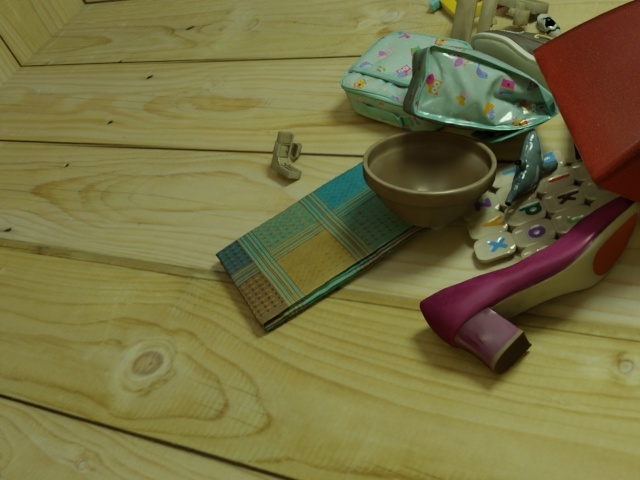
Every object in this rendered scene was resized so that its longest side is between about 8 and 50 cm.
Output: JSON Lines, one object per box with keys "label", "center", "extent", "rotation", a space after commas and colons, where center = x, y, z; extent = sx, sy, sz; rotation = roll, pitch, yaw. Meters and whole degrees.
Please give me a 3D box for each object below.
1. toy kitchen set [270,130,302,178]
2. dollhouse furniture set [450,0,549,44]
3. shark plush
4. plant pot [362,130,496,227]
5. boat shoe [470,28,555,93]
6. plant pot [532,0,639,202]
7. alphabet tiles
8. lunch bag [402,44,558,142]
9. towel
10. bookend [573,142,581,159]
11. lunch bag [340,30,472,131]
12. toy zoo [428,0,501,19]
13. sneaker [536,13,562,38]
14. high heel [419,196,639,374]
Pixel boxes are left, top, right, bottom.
{"label": "toy kitchen set", "center": [-0.054, -0.184, 1.958], "extent": [0.068, 0.083, 0.075], "rotation": [0, 22, -38]}
{"label": "dollhouse furniture set", "center": [0.406, -0.492, 2.067], "extent": [0.151, 0.123, 0.144], "rotation": [-12, 30, -38]}
{"label": "shark plush", "center": [0.354, -0.123, 1.618], "extent": [0.073, 0.067, 0.161], "rotation": [20, 58, 42]}
{"label": "plant pot", "center": [0.193, -0.099, 1.627], "extent": [0.237, 0.109, 0.237], "rotation": [-1, 32, 1]}
{"label": "boat shoe", "center": [0.447, -0.365, 1.838], "extent": [0.097, 0.116, 0.324], "rotation": [-37, 44, -20]}
{"label": "plant pot", "center": [0.533, -0.227, 1.390], "extent": [0.236, 0.267, 0.267], "rotation": [-38, 55, 36]}
{"label": "alphabet tiles", "center": [0.393, -0.055, 1.593], "extent": [0.278, 0.021, 0.284], "rotation": [-20, 39, 9]}
{"label": "lunch bag", "center": [0.300, -0.274, 1.718], "extent": [0.262, 0.160, 0.223], "rotation": [12, 10, -4]}
{"label": "towel", "center": [0.000, 0.000, 1.744], "extent": [0.370, 0.040, 0.271], "rotation": [-33, 39, -5]}
{"label": "bookend", "center": [0.537, -0.226, 1.641], "extent": [0.156, 0.072, 0.157], "rotation": [-6, 35, 22]}
{"label": "lunch bag", "center": [0.193, -0.344, 1.959], "extent": [0.279, 0.108, 0.224], "rotation": [23, 60, 44]}
{"label": "toy zoo", "center": [0.406, -0.617, 2.205], "extent": [0.293, 0.030, 0.192], "rotation": [-20, 39, 9]}
{"label": "sneaker", "center": [0.500, -0.474, 1.983], "extent": [0.040, 0.043, 0.109], "rotation": [-24, 37, 7]}
{"label": "high heel", "center": [0.333, 0.029, 1.440], "extent": [0.377, 0.127, 0.181], "rotation": [-41, 51, -12]}
